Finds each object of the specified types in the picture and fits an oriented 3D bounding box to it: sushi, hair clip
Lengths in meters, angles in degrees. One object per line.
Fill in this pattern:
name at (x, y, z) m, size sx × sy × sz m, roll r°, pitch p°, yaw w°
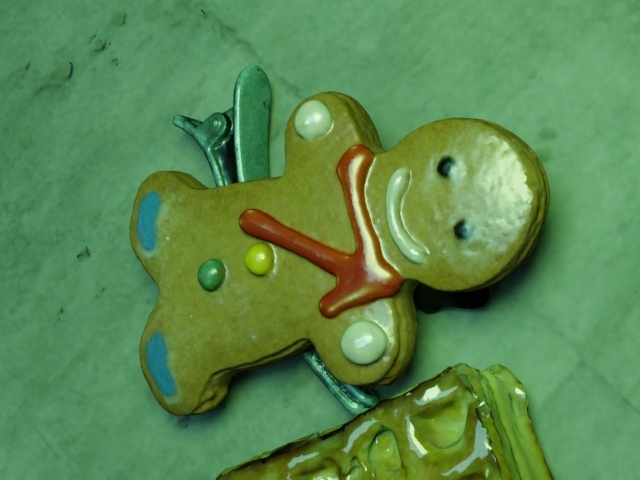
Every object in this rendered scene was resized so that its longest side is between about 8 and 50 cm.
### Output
sushi at (0.083, 0.021, 0.874) m, size 0.083 × 0.044 × 0.046 m, roll 5°, pitch 59°, yaw 26°
hair clip at (-0.029, 0.008, 0.930) m, size 0.083 × 0.048 × 0.275 m, roll -29°, pitch 72°, yaw 20°

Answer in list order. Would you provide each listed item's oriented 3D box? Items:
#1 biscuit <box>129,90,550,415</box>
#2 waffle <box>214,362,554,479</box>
biscuit at (-0.001, 0.001, 0.865) m, size 0.324 × 0.049 × 0.205 m, roll -12°, pitch 79°, yaw 27°
waffle at (0.072, 0.249, 0.794) m, size 0.213 × 0.091 × 0.308 m, roll -27°, pitch 69°, yaw 19°
